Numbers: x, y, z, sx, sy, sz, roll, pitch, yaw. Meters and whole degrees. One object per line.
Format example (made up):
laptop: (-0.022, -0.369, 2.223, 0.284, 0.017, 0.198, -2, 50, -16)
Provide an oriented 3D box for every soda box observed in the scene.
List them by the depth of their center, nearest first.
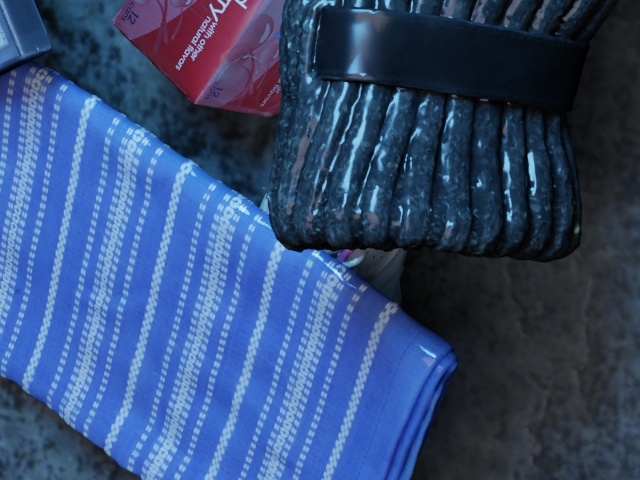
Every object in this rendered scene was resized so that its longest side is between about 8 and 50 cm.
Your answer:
soda box: (-0.003, -0.199, 1.052, 0.083, 0.092, 0.263, 44, 109, 26)

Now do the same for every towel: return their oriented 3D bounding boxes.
towel: (-0.085, 0.064, 1.085, 0.336, 0.040, 0.243, 34, 132, 19)

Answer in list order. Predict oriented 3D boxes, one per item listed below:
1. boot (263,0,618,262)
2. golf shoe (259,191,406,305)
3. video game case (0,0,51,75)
boot: (0.133, -0.120, 0.941, 0.348, 0.131, 0.260, -4, 86, -13)
golf shoe: (0.000, 0.000, 1.072, 0.115, 0.140, 0.306, 21, 106, 11)
video game case: (-0.271, -0.171, 1.106, 0.274, 0.026, 0.196, -15, 98, 52)
